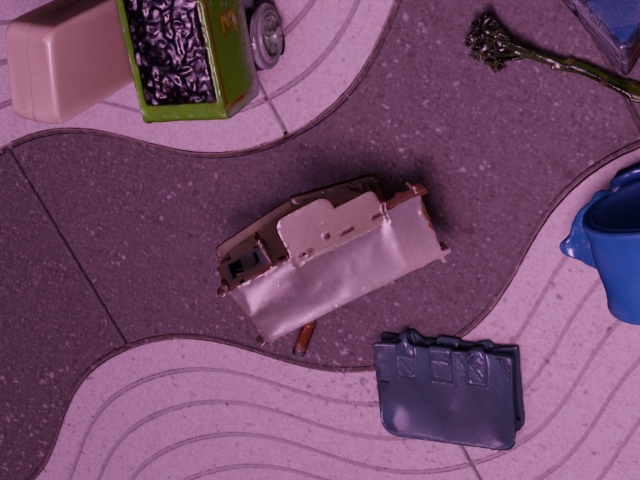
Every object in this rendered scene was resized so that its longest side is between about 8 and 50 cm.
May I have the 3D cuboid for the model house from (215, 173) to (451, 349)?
[{"bbox_3d":[0.000,0.000,2.041,0.326,0.244,0.169,-27,104,-1],"label":"model house"}]

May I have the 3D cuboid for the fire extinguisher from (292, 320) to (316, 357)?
[{"bbox_3d":[-0.026,0.149,2.229,0.028,0.022,0.083,47,131,37],"label":"fire extinguisher"}]

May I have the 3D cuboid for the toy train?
[{"bbox_3d":[-0.171,-0.321,1.933,0.173,0.249,0.307,0,113,24],"label":"toy train"}]

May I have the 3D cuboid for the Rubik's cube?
[{"bbox_3d":[0.365,-0.325,1.690,0.228,0.233,0.229,-4,91,57],"label":"Rubik's cube"}]

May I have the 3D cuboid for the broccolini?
[{"bbox_3d":[0.310,-0.233,1.858,0.254,0.057,0.071,25,165,17],"label":"broccolini"}]

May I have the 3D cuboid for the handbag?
[{"bbox_3d":[0.197,0.223,2.136,0.229,0.062,0.179,3,112,25],"label":"handbag"}]

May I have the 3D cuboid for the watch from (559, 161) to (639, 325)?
[{"bbox_3d":[0.434,-0.007,1.774,0.305,0.274,0.241,-16,107,26],"label":"watch"}]

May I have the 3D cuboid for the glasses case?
[{"bbox_3d":[-0.317,-0.284,1.966,0.076,0.336,0.144,11,117,21],"label":"glasses case"}]
